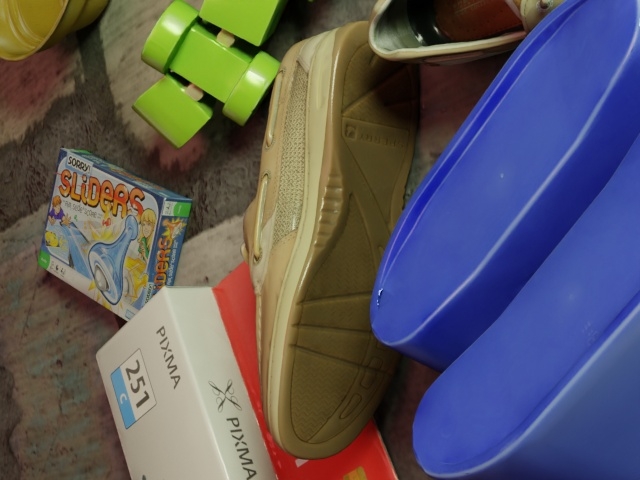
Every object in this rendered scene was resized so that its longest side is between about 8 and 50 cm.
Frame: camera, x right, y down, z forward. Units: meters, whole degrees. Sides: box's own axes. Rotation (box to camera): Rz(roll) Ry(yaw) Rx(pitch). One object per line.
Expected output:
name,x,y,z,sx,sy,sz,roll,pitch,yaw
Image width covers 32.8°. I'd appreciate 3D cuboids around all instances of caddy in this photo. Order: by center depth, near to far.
caddy,0.183,0.017,0.641,0.341,0.179,0.241,-55,29,27

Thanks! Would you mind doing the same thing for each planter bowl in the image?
planter bowl,-0.283,-0.295,1.176,0.217,0.090,0.217,-2,87,45

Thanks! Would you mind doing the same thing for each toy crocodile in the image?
toy crocodile,-0.059,-0.217,0.949,0.115,0.105,0.340,32,116,-4

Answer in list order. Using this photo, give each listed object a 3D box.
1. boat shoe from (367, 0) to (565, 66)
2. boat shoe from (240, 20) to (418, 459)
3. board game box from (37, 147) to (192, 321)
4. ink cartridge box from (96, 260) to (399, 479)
boat shoe,0.147,-0.178,0.690,0.302,0.103,0.113,-26,91,54
boat shoe,0.000,0.000,0.868,0.110,0.122,0.340,-1,77,49
board game box,-0.219,-0.007,1.134,0.201,0.035,0.136,23,104,43
ink cartridge box,-0.074,0.169,0.960,0.261,0.066,0.296,-41,61,37
